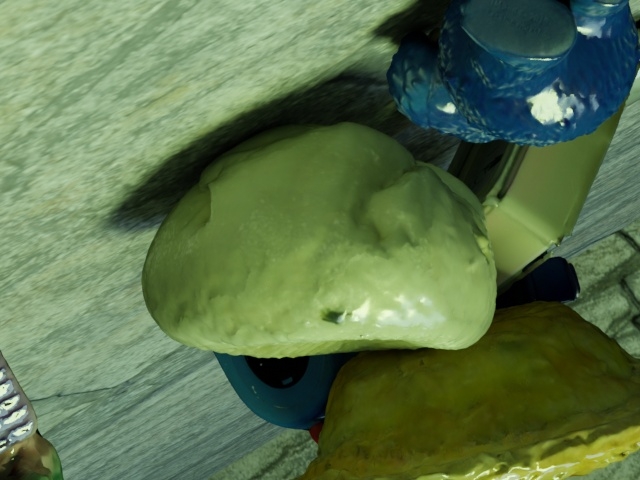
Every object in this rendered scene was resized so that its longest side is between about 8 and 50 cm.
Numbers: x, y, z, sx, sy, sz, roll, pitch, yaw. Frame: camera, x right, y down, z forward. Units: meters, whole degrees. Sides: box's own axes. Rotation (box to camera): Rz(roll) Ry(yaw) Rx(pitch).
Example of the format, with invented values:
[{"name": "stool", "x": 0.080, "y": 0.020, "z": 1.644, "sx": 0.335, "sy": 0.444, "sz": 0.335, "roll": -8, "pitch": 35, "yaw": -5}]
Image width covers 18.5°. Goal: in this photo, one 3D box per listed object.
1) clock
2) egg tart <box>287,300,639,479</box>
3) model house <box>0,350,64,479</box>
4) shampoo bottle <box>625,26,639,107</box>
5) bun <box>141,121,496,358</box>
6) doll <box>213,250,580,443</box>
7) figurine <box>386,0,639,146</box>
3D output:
[{"name": "clock", "x": 0.152, "y": -0.057, "z": 1.473, "sx": 0.147, "sy": 0.071, "sz": 0.192, "roll": -43, "pitch": -163, "yaw": 57}, {"name": "egg tart", "x": 0.113, "y": 0.122, "z": 1.441, "sx": 0.319, "sy": 0.128, "sz": 0.319, "roll": -17, "pitch": 180, "yaw": 0}, {"name": "model house", "x": -0.282, "y": 0.154, "z": 1.193, "sx": 0.237, "sy": 0.202, "sz": 0.237, "roll": -27, "pitch": 171, "yaw": -9}, {"name": "shampoo bottle", "x": 0.269, "y": -0.148, "z": 1.661, "sx": 0.221, "sy": 0.051, "sz": 0.108, "roll": -30, "pitch": 168, "yaw": 11}, {"name": "bun", "x": 0.000, "y": 0.000, "z": 1.323, "sx": 0.259, "sy": 0.160, "sz": 0.259, "roll": -3, "pitch": 175, "yaw": 0}, {"name": "doll", "x": 0.069, "y": 0.062, "z": 1.677, "sx": 0.310, "sy": 0.240, "sz": 0.284, "roll": -11, "pitch": 176, "yaw": -46}, {"name": "figurine", "x": 0.126, "y": -0.108, "z": 1.221, "sx": 0.164, "sy": 0.121, "sz": 0.262, "roll": -29, "pitch": 174, "yaw": -1}]
